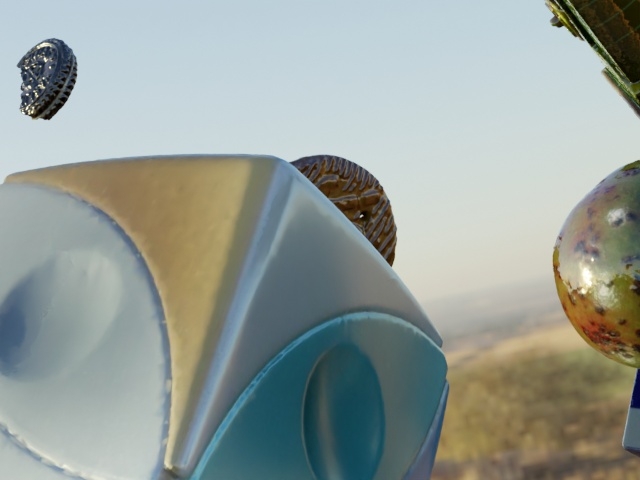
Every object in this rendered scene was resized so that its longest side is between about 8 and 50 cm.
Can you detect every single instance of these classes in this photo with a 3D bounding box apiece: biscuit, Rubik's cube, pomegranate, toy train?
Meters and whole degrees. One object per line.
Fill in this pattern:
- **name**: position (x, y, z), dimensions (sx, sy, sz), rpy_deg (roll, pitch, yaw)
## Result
- **biscuit**: position (-0.263, -0.151, 1.724), dimensions (0.089, 0.087, 0.027), rpy_deg (0, -26, 46)
- **Rubik's cube**: position (-0.127, 0.155, 1.536), dimensions (0.352, 0.347, 0.351), rpy_deg (-2, -36, 30)
- **pomegranate**: position (0.194, 0.010, 1.024), dimensions (0.130, 0.130, 0.130), rpy_deg (-12, -2, 0)
- **toy train**: position (0.204, -0.190, 1.347), dimensions (0.090, 0.137, 0.225), rpy_deg (-40, -39, 10)
- **biscuit**: position (0.000, 0.000, 1.964), dimensions (0.188, 0.188, 0.027), rpy_deg (-11, 12, -26)

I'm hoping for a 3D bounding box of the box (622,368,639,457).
- **box**: position (0.390, 0.054, 1.545), dimensions (0.200, 0.299, 0.106), rpy_deg (3, -15, 43)
